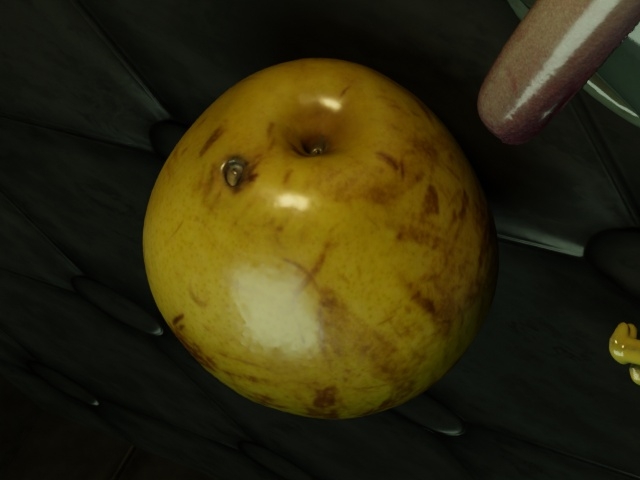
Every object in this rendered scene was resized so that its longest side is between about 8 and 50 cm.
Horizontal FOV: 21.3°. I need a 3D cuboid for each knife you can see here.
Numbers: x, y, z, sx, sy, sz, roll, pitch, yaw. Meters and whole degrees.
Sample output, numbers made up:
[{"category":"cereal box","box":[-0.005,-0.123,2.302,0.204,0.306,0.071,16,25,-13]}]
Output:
[{"category":"knife","box":[0.148,-0.145,0.769,0.278,0.053,0.123,-48,64,34]}]

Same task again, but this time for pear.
[{"category":"pear","box":[0.000,0.000,1.305,0.281,0.280,0.280,27,161,10]}]

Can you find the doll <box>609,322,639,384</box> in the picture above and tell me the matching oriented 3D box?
[{"category":"doll","box":[0.357,0.120,1.327,0.293,0.119,0.138,17,166,48]}]

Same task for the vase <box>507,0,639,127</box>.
[{"category":"vase","box":[0.160,-0.150,0.880,0.301,0.156,0.251,37,159,-3]}]
